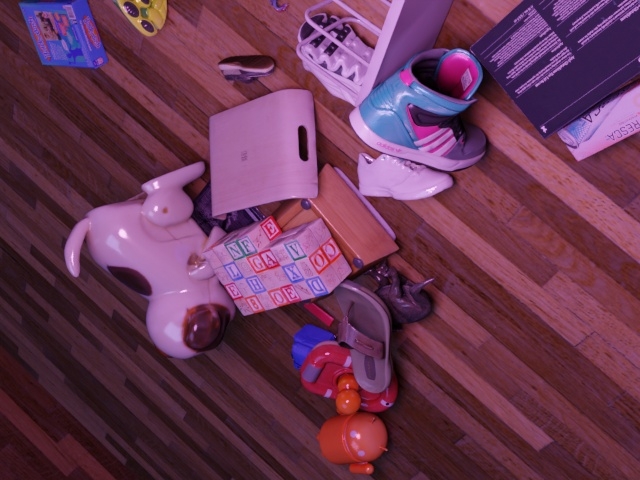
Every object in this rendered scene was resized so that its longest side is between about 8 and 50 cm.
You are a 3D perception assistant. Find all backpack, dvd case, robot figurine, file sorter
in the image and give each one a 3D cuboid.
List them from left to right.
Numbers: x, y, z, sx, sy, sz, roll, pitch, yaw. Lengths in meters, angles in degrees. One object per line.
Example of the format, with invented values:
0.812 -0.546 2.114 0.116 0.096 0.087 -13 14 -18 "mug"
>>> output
-0.232 -0.062 1.988 0.164 0.018 0.221 49 141 1 "dvd case"
-0.020 0.282 2.013 0.098 0.101 0.120 23 136 37 "backpack"
0.082 0.498 2.075 0.128 0.158 0.219 31 148 -26 "robot figurine"
0.095 -0.389 1.291 0.173 0.193 0.277 38 140 16 "file sorter"

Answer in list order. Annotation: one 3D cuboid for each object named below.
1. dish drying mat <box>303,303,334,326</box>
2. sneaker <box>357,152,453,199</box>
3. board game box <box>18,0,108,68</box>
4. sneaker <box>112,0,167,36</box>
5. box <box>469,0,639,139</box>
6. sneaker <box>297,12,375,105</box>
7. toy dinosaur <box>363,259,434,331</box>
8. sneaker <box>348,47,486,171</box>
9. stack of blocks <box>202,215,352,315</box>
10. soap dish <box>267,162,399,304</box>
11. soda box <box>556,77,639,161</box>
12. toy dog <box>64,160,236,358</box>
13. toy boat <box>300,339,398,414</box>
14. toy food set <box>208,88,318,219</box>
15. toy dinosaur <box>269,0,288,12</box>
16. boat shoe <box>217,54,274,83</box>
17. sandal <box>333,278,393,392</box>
-0.004 0.173 1.981 0.083 0.008 0.032 38 139 14 "dish drying mat"
0.150 -0.131 1.547 0.212 0.080 0.094 5 113 41 "sneaker"
-0.613 -0.496 1.955 0.210 0.047 0.160 12 129 35 "board game box"
-0.427 -0.557 1.714 0.295 0.109 0.123 52 163 -8 "sneaker"
0.375 -0.296 1.180 0.184 0.103 0.261 52 140 0 "box"
0.082 -0.283 1.472 0.292 0.110 0.118 40 158 9 "sneaker"
0.165 0.124 1.729 0.160 0.121 0.313 43 137 -12 "toy dinosaur"
0.204 -0.215 1.306 0.178 0.295 0.124 -44 56 37 "sneaker"
-0.095 0.044 1.707 0.297 0.087 0.171 -18 108 47 "stack of blocks"
0.000 0.000 1.749 0.229 0.118 0.291 50 140 -2 "soap dish"
0.451 -0.190 1.232 0.063 0.058 0.183 52 140 -6 "soda box"
-0.343 0.072 1.893 0.284 0.395 0.408 -24 94 41 "toy dog"
0.067 0.339 1.893 0.231 0.151 0.151 19 124 -11 "toy boat"
-0.123 -0.171 1.704 0.306 0.092 0.219 -10 79 45 "toy food set"
-0.086 -0.468 1.524 0.082 0.047 0.090 83 163 -46 "toy dinosaur"
-0.144 -0.343 1.656 0.152 0.056 0.049 18 138 44 "boat shoe"
0.087 0.212 1.708 0.120 0.086 0.303 11 127 37 "sandal"
